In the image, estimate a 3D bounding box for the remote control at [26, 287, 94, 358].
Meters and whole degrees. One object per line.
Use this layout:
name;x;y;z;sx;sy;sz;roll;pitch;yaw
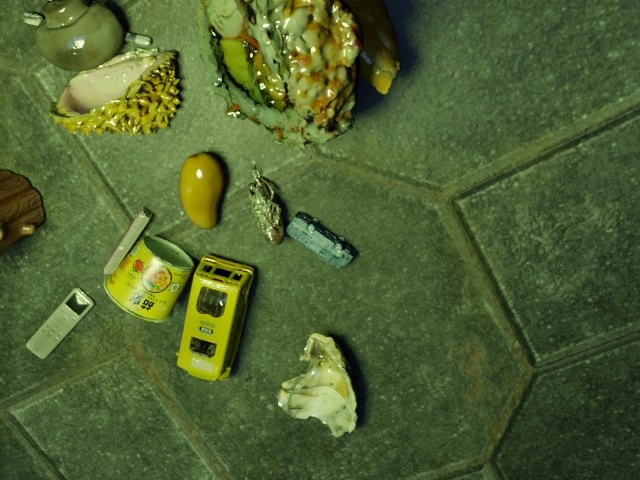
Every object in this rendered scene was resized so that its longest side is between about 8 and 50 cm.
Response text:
remote control;-0.701;0.226;1.504;0.067;0.029;0.261;44;110;-9

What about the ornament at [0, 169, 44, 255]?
ornament;-0.790;-0.060;1.307;0.235;0.218;0.221;-11;109;13

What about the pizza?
pizza;0.056;-0.453;1.071;0.073;0.182;0.365;-24;100;42

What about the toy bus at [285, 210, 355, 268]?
toy bus;0.000;0.000;1.306;0.166;0.047;0.065;36;116;-4

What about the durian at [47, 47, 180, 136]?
durian;-0.453;-0.289;1.190;0.305;0.196;0.186;-6;116;8

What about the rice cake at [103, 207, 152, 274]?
rice cake;-0.476;0.006;1.378;0.036;0.047;0.207;36;112;-13

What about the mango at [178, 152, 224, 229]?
mango;-0.271;-0.113;1.286;0.102;0.085;0.184;7;122;1

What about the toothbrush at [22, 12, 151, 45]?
toothbrush;-0.506;-0.458;1.217;0.288;0.026;0.024;12;70;3

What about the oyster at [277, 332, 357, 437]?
oyster;0.004;0.373;1.421;0.275;0.100;0.271;39;114;-21

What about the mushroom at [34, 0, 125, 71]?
mushroom;-0.508;-0.418;1.171;0.188;0.117;0.141;-9;147;17

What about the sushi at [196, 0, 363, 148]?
sushi;-0.087;-0.346;1.031;0.175;0.417;0.418;-34;107;-24

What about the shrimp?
shrimp;-0.128;-0.080;1.279;0.074;0.073;0.190;-10;96;25

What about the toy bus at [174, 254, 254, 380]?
toy bus;-0.267;0.212;1.370;0.145;0.151;0.331;15;111;0

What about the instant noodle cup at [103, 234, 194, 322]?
instant noodle cup;-0.395;0.081;1.336;0.182;0.182;0.144;34;102;-5
